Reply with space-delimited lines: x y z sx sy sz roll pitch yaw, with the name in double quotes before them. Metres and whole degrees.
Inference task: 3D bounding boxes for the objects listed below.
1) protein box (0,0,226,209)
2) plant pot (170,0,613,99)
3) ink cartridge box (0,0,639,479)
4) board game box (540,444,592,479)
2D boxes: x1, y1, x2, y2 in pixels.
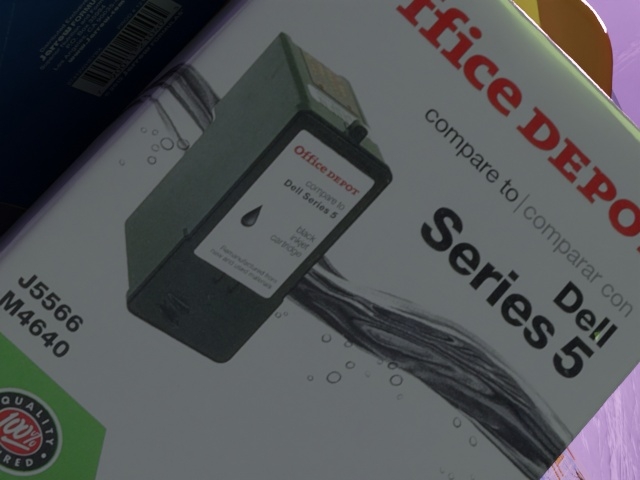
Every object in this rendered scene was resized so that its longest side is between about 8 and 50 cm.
"protein box" -0.136 -0.138 0.574 0.136 0.200 0.201 48 12 21
"plant pot" 0.000 0.000 0.769 0.291 0.291 0.203 35 54 -58
"ink cartridge box" -0.012 0.030 0.579 0.198 0.273 0.115 43 -10 -8
"board game box" 0.118 0.134 1.092 0.318 0.066 0.319 62 11 12
